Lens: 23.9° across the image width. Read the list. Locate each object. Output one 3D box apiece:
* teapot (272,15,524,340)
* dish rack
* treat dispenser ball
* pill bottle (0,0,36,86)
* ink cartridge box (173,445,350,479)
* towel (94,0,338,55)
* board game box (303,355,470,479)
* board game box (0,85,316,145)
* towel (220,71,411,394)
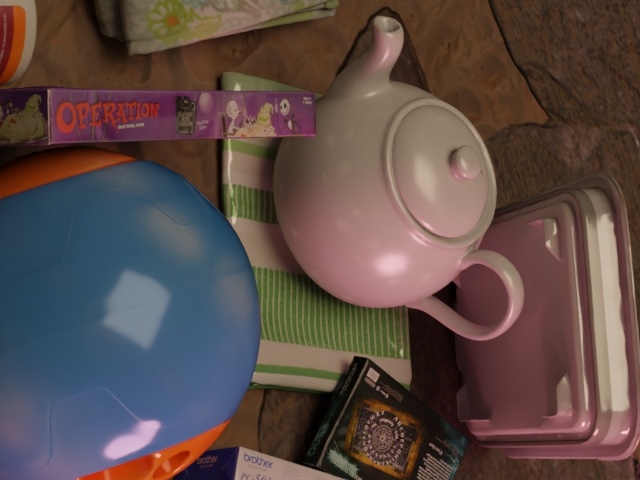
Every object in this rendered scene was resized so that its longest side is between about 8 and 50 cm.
[{"bbox_3d":[0.091,-0.052,1.534,0.256,0.187,0.252,26,63,-35],"label":"teapot"},{"bbox_3d":[0.218,0.089,1.587,0.072,0.333,0.285,-2,83,-19],"label":"dish rack"},{"bbox_3d":[-0.192,0.067,1.229,0.288,0.288,0.288,11,72,-40],"label":"treat dispenser ball"},{"bbox_3d":[-0.358,-0.183,1.252,0.221,0.121,0.121,-8,85,-40],"label":"pill bottle"},{"bbox_3d":[-0.031,0.247,1.461,0.207,0.097,0.046,24,65,-36],"label":"ink cartridge box"},{"bbox_3d":[-0.084,-0.384,1.481,0.320,0.090,0.374,-21,120,-43],"label":"towel"},{"bbox_3d":[0.072,0.220,1.580,0.186,0.026,0.126,41,67,-35],"label":"board game box"},{"bbox_3d":[-0.184,-0.104,1.281,0.347,0.208,0.056,-7,101,-57],"label":"board game box"},{"bbox_3d":[0.000,0.000,1.589,0.248,0.038,0.325,9,74,-39],"label":"towel"}]
